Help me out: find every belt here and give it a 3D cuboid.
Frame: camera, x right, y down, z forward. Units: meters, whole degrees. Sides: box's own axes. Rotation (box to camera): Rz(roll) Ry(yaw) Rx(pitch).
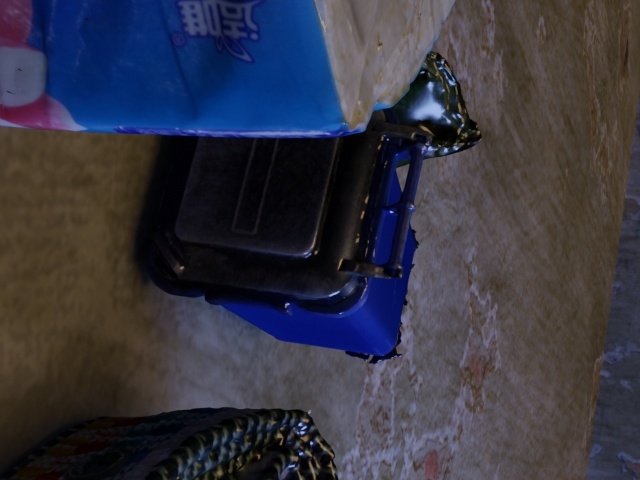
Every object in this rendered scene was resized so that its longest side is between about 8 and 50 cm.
[{"bbox_3d":[-0.104,0.209,0.667,0.206,0.161,0.295,63,33,-21],"label":"belt"}]

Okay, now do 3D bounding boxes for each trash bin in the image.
[{"bbox_3d":[0.000,0.000,0.850,0.234,0.184,0.162,54,46,-64],"label":"trash bin"}]

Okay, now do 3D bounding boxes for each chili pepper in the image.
[{"bbox_3d":[0.020,-0.144,0.929,0.264,0.148,0.116,30,47,-61],"label":"chili pepper"}]

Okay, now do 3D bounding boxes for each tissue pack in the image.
[{"bbox_3d":[-0.079,-0.139,0.510,0.209,0.270,0.137,-63,147,-43],"label":"tissue pack"}]
